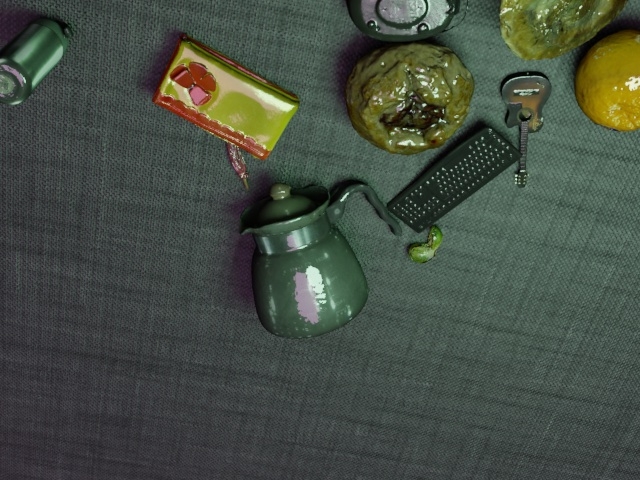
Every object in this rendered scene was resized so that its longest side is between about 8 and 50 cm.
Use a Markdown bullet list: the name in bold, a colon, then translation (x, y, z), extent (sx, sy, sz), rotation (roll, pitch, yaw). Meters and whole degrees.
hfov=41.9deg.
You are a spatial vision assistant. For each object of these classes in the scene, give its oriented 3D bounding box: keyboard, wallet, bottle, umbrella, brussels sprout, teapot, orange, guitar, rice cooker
- **keyboard**: translation (0.285, -0.141, 1.562), extent (0.103, 0.041, 0.381), rotation (36, 121, -19)
- **wallet**: translation (-0.172, -0.250, 1.502), extent (0.241, 0.067, 0.141), rotation (26, 110, -15)
- **bottle**: translation (-0.474, -0.304, 1.377), extent (0.096, 0.253, 0.079), rotation (-19, 118, 11)
- **umbrella**: translation (-0.163, -0.169, 1.589), extent (0.027, 0.025, 0.165), rotation (-4, 122, 25)
- **brussels sprout**: translation (0.216, 0.011, 1.676), extent (0.051, 0.046, 0.083), rotation (27, 119, -36)
- **teapot**: translation (-0.007, 0.011, 1.590), extent (0.305, 0.223, 0.285), rotation (-12, 114, 13)
- **orange**: translation (0.523, -0.271, 1.422), extent (0.178, 0.155, 0.177), rotation (23, 162, 8)
- **guitar**: translation (0.377, -0.201, 1.550), extent (0.088, 0.025, 0.233), rotation (-3, 123, 5)
- **rice cooker**: translation (0.142, -0.400, 1.377), extent (0.203, 0.118, 0.142), rotation (-4, 122, 9)

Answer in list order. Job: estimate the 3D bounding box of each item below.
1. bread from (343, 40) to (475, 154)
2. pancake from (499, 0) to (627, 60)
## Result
- **bread**: translation (0.151, -0.238, 1.444), extent (0.230, 0.123, 0.230), rotation (0, 147, 0)
- **pancake**: translation (0.394, -0.432, 1.277), extent (0.356, 0.065, 0.356), rotation (-32, 145, -26)
